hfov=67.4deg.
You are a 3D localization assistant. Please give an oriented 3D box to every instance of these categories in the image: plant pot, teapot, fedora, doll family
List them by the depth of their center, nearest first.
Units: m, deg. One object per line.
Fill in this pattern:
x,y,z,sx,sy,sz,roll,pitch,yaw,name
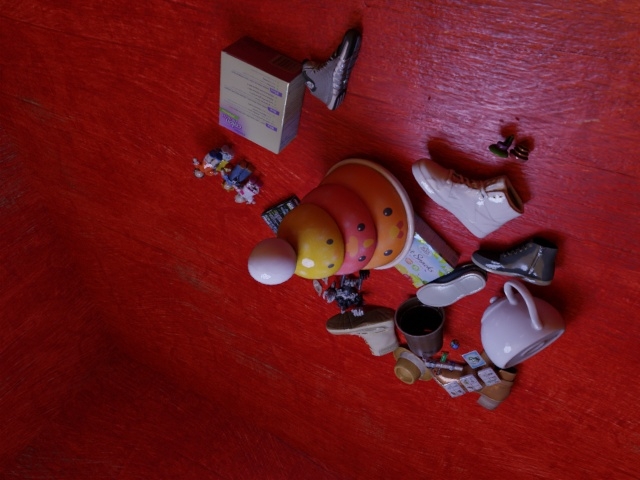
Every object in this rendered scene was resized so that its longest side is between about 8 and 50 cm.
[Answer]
0.566,0.238,1.404,0.256,0.252,0.187,-49,55,30,teapot
0.352,0.308,1.660,0.167,0.167,0.165,10,140,29,plant pot
-0.320,-0.236,1.679,0.263,0.118,0.163,33,138,-24,doll family
0.344,0.504,1.880,0.194,0.079,0.194,36,153,22,fedora

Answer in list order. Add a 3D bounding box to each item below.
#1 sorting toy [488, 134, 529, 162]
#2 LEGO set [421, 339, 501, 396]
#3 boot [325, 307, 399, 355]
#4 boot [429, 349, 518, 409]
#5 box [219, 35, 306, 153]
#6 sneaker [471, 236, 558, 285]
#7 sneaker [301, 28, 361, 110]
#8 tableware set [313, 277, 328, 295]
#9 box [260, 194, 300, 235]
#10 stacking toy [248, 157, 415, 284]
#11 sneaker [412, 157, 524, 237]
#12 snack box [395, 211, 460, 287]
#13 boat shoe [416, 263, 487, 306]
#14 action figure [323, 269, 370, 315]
0.453,-0.222,1.142,0.102,0.061,0.042,13,127,-13,sorting toy
0.466,0.420,1.616,0.182,0.060,0.244,-29,118,25,LEGO set
0.166,0.361,1.849,0.262,0.095,0.203,-11,129,9,boot
0.542,0.468,1.715,0.283,0.109,0.220,31,134,25,boot
-0.167,-0.410,1.371,0.213,0.117,0.243,28,139,11,box
0.536,0.034,1.329,0.222,0.083,0.118,16,121,28,sneaker
0.013,-0.450,1.226,0.132,0.086,0.228,33,141,9,sneaker
-0.025,0.119,1.805,0.168,0.020,0.141,48,148,31,tableware set
-0.099,-0.054,1.724,0.184,0.045,0.190,-22,112,44,box
0.000,0.000,1.315,0.350,0.480,0.350,25,130,35,stacking toy
0.390,-0.142,1.239,0.292,0.108,0.169,37,140,-15,sneaker
0.295,0.032,1.495,0.207,0.070,0.174,43,141,-8,snack box
0.410,0.133,1.501,0.095,0.079,0.254,45,138,-7,boat shoe
0.093,0.193,1.749,0.164,0.141,0.275,16,136,7,action figure
